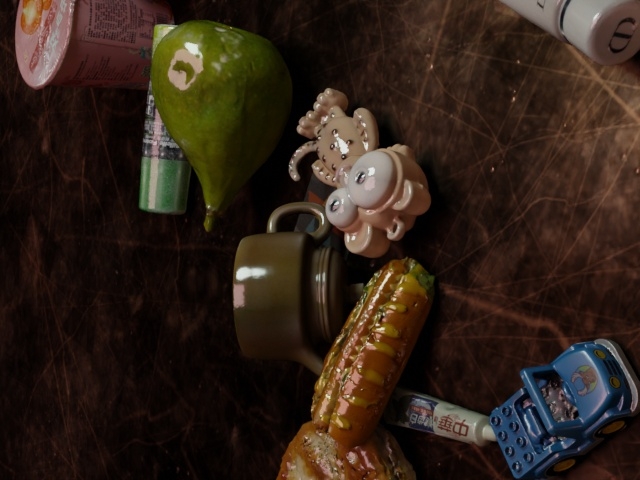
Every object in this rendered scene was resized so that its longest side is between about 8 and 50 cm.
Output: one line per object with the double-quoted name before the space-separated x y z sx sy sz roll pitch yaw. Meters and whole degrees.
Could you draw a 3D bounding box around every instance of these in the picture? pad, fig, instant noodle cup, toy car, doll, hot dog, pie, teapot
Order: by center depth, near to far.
"toy car" 0.264 0.194 1.261 0.191 0.100 0.097 -49 48 34
"hot dog" 0.067 0.146 1.503 0.115 0.072 0.269 14 79 55
"doll" 0.048 -0.097 1.551 0.154 0.119 0.278 -57 44 17
"pie" 0.035 0.379 1.564 0.308 0.085 0.308 -3 86 48
"teapot" -0.022 0.067 1.601 0.185 0.175 0.268 71 -161 -67
"pad" 0.000 0.000 1.699 0.143 0.003 0.211 39 118 46
"fig" -0.173 -0.202 1.762 0.233 0.233 0.314 60 137 35
"instant noodle cup" -0.416 -0.391 2.080 0.243 0.231 0.243 -3 86 52

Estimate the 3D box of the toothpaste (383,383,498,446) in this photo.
"toothpaste" 0.154 0.231 1.456 0.233 0.038 0.060 7 92 55

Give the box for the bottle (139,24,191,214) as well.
"bottle" -0.267 -0.214 1.988 0.093 0.093 0.330 13 98 52

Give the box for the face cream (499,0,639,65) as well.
"face cream" 0.271 -0.308 1.309 0.143 0.089 0.314 -65 32 26
